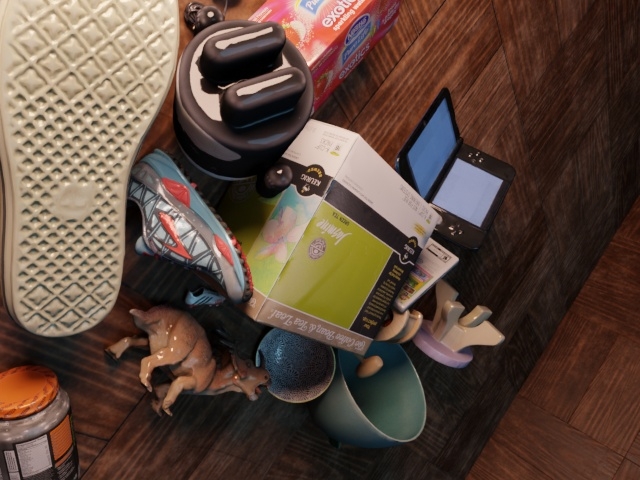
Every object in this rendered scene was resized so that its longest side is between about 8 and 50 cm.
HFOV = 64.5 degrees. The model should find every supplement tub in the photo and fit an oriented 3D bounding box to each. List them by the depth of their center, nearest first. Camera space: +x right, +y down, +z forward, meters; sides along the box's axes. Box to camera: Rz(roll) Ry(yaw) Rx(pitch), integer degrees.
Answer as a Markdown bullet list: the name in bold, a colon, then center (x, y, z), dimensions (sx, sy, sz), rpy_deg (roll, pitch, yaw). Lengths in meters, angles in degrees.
- **supplement tub**: center (-0.418, 0.283, 0.728), dimensions (0.117, 0.117, 0.190), rpy_deg (-16, 121, -40)

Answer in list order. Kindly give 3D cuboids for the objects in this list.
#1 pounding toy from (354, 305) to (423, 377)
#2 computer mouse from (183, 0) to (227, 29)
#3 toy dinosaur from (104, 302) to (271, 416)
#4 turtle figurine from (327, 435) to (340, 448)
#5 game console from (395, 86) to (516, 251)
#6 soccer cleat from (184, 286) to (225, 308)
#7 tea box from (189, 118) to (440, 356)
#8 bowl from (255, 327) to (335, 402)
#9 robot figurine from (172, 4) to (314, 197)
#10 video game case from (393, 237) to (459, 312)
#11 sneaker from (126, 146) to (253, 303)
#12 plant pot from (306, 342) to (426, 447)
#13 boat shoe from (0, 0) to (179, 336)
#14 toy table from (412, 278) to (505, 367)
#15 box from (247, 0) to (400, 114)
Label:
- **pounding toy**: center (0.114, 0.147, 1.100), dimensions (0.154, 0.269, 0.155), rpy_deg (-27, 150, 28)
- **computer mouse**: center (-0.130, -0.386, 0.721), dimensions (0.106, 0.042, 0.193), rpy_deg (0, 116, -41)
- **toy dinosaur**: center (-0.228, 0.187, 0.877), dimensions (0.200, 0.127, 0.295), rpy_deg (-44, 124, -30)
- **turtle figurine**: center (0.117, 0.456, 1.357), dimensions (0.234, 0.175, 0.118), rpy_deg (-12, 147, -31)
- **game console**: center (0.322, -0.166, 1.169), dimensions (0.293, 0.250, 0.173), rpy_deg (-55, 167, -28)
- **soccer cleat**: center (-0.205, 0.100, 0.915), dimensions (0.083, 0.029, 0.035), rpy_deg (-4, 118, -40)
- **tea box**: center (0.000, 0.000, 0.926), dimensions (0.329, 0.220, 0.323), rpy_deg (32, 86, -49)
- **bowl**: center (-0.048, 0.252, 1.091), dimensions (0.080, 0.170, 0.170), rpy_deg (-21, 134, -81)
- **robot figurine**: center (-0.107, -0.180, 0.682), dimensions (0.174, 0.278, 0.209), rpy_deg (16, 78, -15)
- **video game case**: center (0.164, 0.035, 1.123), dimensions (0.193, 0.212, 0.023), rpy_deg (-35, 150, -28)
- **sneaker**: center (-0.200, -0.001, 0.736), dimensions (0.125, 0.262, 0.104), rpy_deg (-36, 169, -9)
- **plant pot**: center (0.081, 0.362, 1.200), dimensions (0.195, 0.290, 0.290), rpy_deg (-39, 149, 30)
- **boat shoe**: center (-0.295, -0.132, 0.598), dimensions (0.187, 0.156, 0.500), rpy_deg (0, 114, -40)
- **toy table**: center (0.391, 0.250, 1.473), dimensions (0.161, 0.252, 0.274), rpy_deg (-55, 152, 17)
- **box**: center (0.004, -0.334, 0.791), dimensions (0.257, 0.128, 0.122), rpy_deg (-50, 166, -14)
